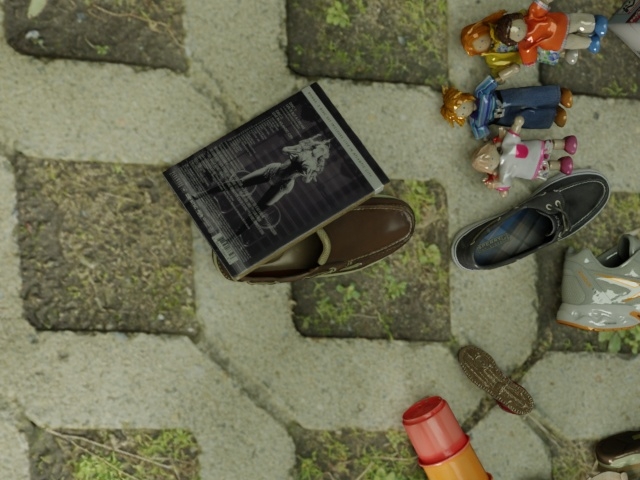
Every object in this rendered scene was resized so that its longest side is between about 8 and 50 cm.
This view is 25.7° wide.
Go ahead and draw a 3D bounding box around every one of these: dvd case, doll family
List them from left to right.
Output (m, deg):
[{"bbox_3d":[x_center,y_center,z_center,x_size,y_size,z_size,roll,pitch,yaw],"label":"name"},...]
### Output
[{"bbox_3d":[-0.053,-0.073,1.668,0.221,0.018,0.164,-32,70,-9],"label":"dvd case"},{"bbox_3d":[0.235,-0.192,1.736,0.163,0.118,0.263,-1,116,-20],"label":"doll family"}]

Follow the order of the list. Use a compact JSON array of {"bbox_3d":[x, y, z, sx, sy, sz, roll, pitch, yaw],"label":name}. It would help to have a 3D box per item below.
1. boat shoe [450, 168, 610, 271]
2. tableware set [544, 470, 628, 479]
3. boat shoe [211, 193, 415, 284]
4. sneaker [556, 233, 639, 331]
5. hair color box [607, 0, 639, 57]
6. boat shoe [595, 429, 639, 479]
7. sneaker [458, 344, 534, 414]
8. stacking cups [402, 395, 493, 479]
[{"bbox_3d":[0.274,-0.023,1.772,0.228,0.076,0.080,-22,102,-10],"label":"boat shoe"},{"bbox_3d":[0.335,0.372,1.851,0.169,0.020,0.141,-2,108,-2],"label":"tableware set"},{"bbox_3d":[0.002,0.008,1.699,0.257,0.095,0.095,-15,101,-11],"label":"boat shoe"},{"bbox_3d":[0.434,0.051,1.814,0.262,0.099,0.121,-2,94,-14],"label":"sneaker"},{"bbox_3d":[0.505,-0.231,1.643,0.185,0.374,0.113,43,87,-15],"label":"hair color box"},{"bbox_3d":[0.462,0.283,1.873,0.190,0.068,0.072,-13,114,0],"label":"boat shoe"},{"bbox_3d":[0.227,0.184,1.813,0.118,0.067,0.042,43,89,15],"label":"sneaker"},{"bbox_3d":[0.206,0.346,1.798,0.096,0.096,0.316,-28,103,-9],"label":"stacking cups"}]
